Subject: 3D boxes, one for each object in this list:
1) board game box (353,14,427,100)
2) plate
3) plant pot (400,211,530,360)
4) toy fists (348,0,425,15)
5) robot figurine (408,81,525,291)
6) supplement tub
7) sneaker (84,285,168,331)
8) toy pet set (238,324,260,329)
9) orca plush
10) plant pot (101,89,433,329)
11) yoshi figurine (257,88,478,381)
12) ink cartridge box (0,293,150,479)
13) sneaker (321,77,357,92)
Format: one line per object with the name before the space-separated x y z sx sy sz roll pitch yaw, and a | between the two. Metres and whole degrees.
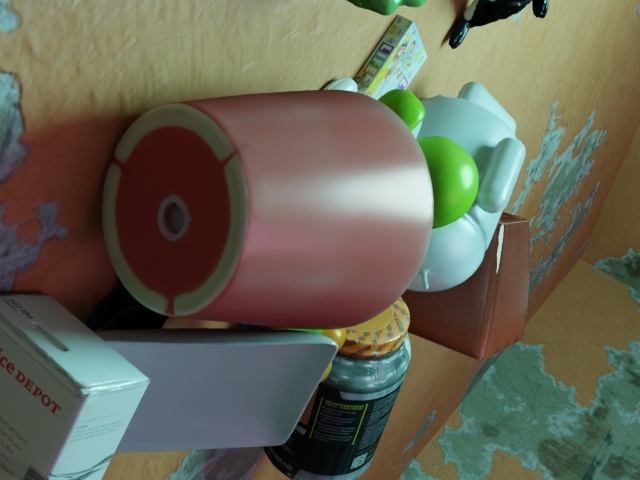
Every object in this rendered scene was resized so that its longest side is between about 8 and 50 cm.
board game box | 0.087 -0.221 1.165 0.154 0.026 0.103 -56 157 -3
plate | -0.146 0.169 0.966 0.277 0.045 0.278 2 144 -16
plant pot | 0.254 0.049 1.575 0.267 0.267 0.235 -7 114 -61
toy fists | 0.111 -0.364 0.883 0.279 0.142 0.096 -55 157 -7
robot figurine | 0.173 -0.071 1.253 0.300 0.200 0.353 -18 -142 56
supplement tub | 0.026 0.233 1.396 0.207 0.207 0.338 -32 147 -45
sneaker | -0.189 0.070 0.966 0.170 0.051 0.089 -6 126 -56
toy pet set | -0.106 0.109 1.194 0.114 0.065 0.122 39 80 -32
orca plush | 0.269 -0.345 1.174 0.151 0.102 0.287 -13 163 -32
plant pot | -0.064 -0.029 0.848 0.243 0.275 0.274 -3 123 -52
yoshi figurine | 0.069 0.003 1.026 0.203 0.203 0.362 9 114 -42
ink cartridge box | -0.279 0.179 0.783 0.092 0.159 0.217 0 120 -62
sneaker | 0.006 -0.141 1.067 0.152 0.061 0.053 -52 155 -15
